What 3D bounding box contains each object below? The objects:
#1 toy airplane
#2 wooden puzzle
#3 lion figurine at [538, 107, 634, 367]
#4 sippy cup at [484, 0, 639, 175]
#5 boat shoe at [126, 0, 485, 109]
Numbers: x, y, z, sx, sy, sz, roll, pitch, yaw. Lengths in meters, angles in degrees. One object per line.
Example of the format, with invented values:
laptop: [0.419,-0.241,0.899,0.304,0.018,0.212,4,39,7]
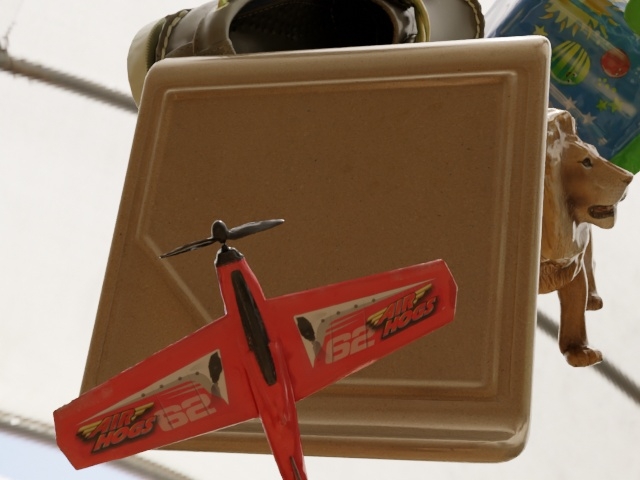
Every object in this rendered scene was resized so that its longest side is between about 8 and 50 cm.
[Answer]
toy airplane: [-0.013,0.063,0.452,0.151,0.028,0.151,-3,-81,-17]
wooden puzzle: [0.000,0.000,0.634,0.220,0.239,0.044,-1,-31,17]
lion figurine: [0.211,-0.015,1.230,0.142,0.240,0.392,-7,8,6]
sippy cup: [0.298,-0.207,1.480,0.224,0.240,0.305,38,-54,-11]
boat shoe: [0.018,-0.129,0.849,0.305,0.109,0.091,-17,3,-42]
